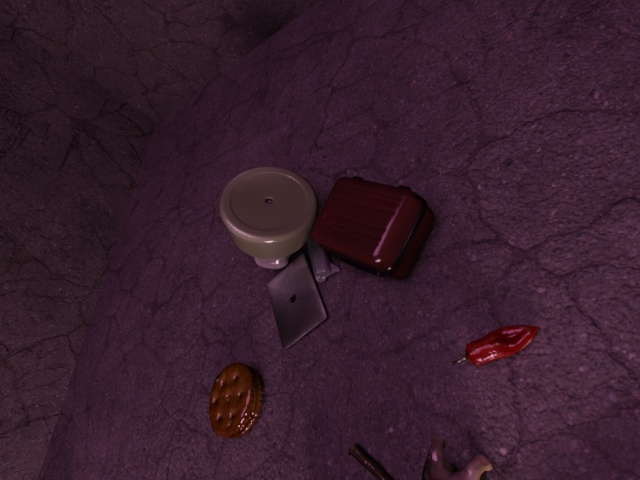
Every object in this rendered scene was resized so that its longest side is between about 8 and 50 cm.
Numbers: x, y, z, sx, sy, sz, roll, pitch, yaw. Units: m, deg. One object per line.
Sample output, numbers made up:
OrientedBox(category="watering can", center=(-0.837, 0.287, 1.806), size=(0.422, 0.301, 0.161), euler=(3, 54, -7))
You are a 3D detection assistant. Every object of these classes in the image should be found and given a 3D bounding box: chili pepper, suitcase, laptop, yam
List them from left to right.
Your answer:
OrientedBox(category="laptop", center=(-0.082, 0.187, 1.284), size=(0.187, 0.015, 0.269), euler=(-40, 46, 19))
OrientedBox(category="suitcase", center=(0.135, -0.039, 1.104), size=(0.297, 0.161, 0.237), euler=(22, 83, 46))
OrientedBox(category="yam", center=(0.115, 0.511, 0.908), size=(0.033, 0.027, 0.129), euler=(-44, 40, -17))
OrientedBox(category="chili pepper", center=(0.358, 0.218, 0.834), size=(0.191, 0.050, 0.059), euler=(-31, 32, 17))

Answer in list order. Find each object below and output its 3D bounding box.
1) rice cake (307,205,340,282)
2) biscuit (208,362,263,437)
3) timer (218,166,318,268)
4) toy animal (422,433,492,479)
OrientedBox(category="rice cake", center=(-0.003, -0.001, 1.300), size=(0.080, 0.051, 0.291), euler=(-12, 54, -2))
OrientedBox(category="biscuit", center=(-0.267, 0.489, 1.246), size=(0.220, 0.066, 0.221), euler=(-23, 53, 33))
OrientedBox(category="timer", center=(-0.156, -0.027, 1.295), size=(0.290, 0.316, 0.291), euler=(2, 54, -2))
OrientedBox(category="toy animal", center=(0.233, 0.473, 0.726), size=(0.121, 0.234, 0.168), euler=(13, 36, 35))
